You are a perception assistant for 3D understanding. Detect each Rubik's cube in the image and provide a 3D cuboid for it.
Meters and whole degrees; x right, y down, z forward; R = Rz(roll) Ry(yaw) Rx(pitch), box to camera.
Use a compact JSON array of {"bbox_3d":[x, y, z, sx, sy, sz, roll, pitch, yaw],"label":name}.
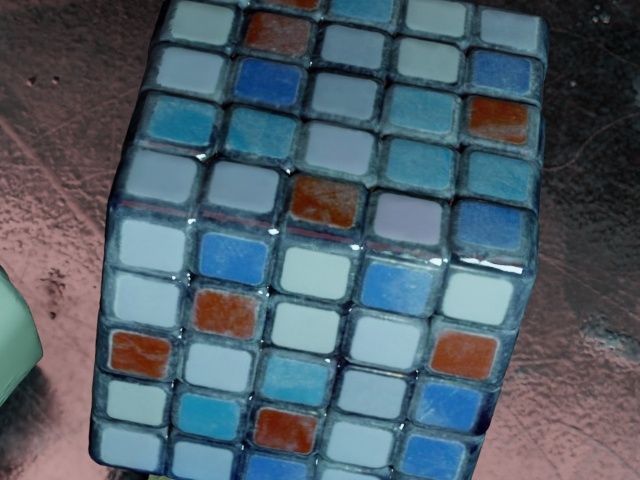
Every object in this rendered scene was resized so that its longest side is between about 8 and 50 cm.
[{"bbox_3d":[0.000,0.000,1.389,0.287,0.293,0.292,10,46,0],"label":"Rubik's cube"}]

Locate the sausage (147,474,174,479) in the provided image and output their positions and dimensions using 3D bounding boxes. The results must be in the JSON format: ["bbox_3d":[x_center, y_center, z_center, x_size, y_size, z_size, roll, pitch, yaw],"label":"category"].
[{"bbox_3d":[0.006,0.237,1.479,0.301,0.066,0.066,21,72,4],"label":"sausage"}]

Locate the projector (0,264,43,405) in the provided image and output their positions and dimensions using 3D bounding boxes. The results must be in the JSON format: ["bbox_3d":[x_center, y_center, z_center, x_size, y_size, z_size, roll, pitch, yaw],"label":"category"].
[{"bbox_3d":[-0.381,0.086,1.400,0.248,0.248,0.249,36,74,7],"label":"projector"}]
